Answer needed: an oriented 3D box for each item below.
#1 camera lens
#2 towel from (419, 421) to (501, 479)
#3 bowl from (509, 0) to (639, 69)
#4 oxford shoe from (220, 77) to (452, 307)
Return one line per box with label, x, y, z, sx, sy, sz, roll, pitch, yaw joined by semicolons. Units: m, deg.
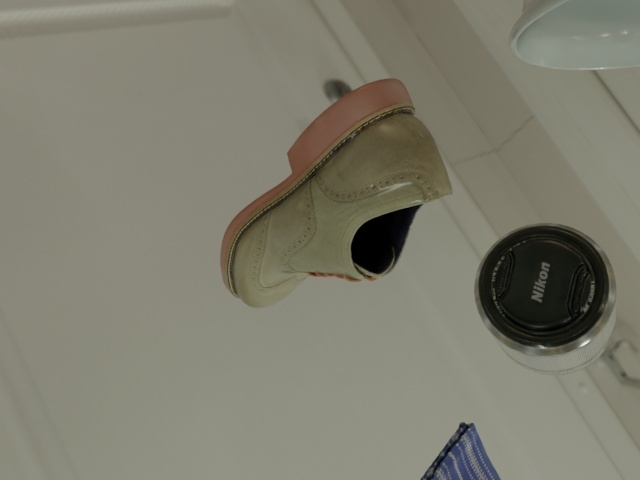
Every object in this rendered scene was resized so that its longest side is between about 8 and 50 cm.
camera lens;0.388;0.107;1.361;0.219;0.219;0.274;-33;154;7
towel;0.189;0.475;1.212;0.040;0.243;0.336;-1;-144;49
bowl;0.278;-0.226;0.574;0.297;0.134;0.298;-7;177;0
oxford shoe;0.000;0.000;0.883;0.140;0.147;0.397;-22;162;-33
